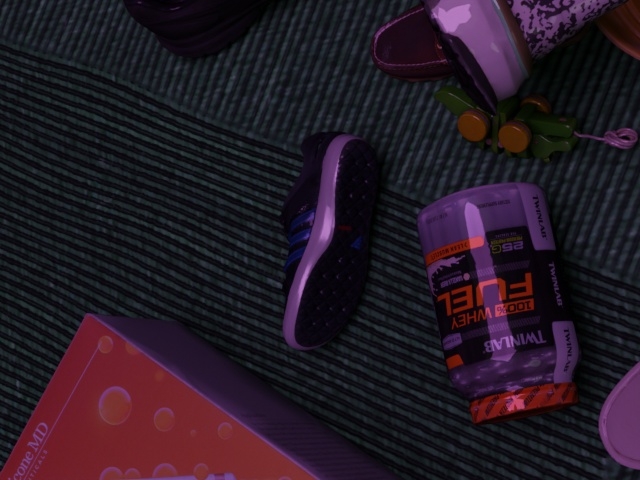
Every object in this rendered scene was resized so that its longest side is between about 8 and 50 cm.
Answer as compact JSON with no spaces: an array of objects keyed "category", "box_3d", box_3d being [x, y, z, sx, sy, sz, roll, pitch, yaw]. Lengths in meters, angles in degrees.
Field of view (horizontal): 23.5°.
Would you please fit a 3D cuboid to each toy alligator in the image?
[{"category":"toy alligator","box_3d":[0.186,-0.092,1.346,0.190,0.056,0.051,18,133,24]}]

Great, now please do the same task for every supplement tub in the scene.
[{"category":"supplement tub","box_3d":[0.154,0.055,1.303,0.117,0.117,0.190,-17,77,22]}]

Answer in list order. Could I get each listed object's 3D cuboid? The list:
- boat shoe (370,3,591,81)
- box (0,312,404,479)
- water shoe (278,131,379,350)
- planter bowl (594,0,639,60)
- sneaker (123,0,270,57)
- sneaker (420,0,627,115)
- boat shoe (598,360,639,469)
[{"category":"boat shoe","box_3d":[0.134,-0.193,1.369,0.207,0.073,0.073,-13,80,24]},{"category":"box","box_3d":[-0.092,0.244,1.366,0.345,0.168,0.215,32,98,25]},{"category":"water shoe","box_3d":[0.000,0.000,1.420,0.080,0.073,0.203,17,91,52]},{"category":"planter bowl","box_3d":[0.326,-0.236,1.273,0.217,0.090,0.217,-3,82,24]},{"category":"sneaker","box_3d":[-0.060,-0.273,1.437,0.286,0.130,0.109,-34,69,16]},{"category":"sneaker","box_3d":[0.154,-0.282,1.292,0.182,0.158,0.410,-21,49,9]},{"category":"boat shoe","box_3d":[0.379,0.087,1.217,0.335,0.095,0.112,-38,59,21]}]
